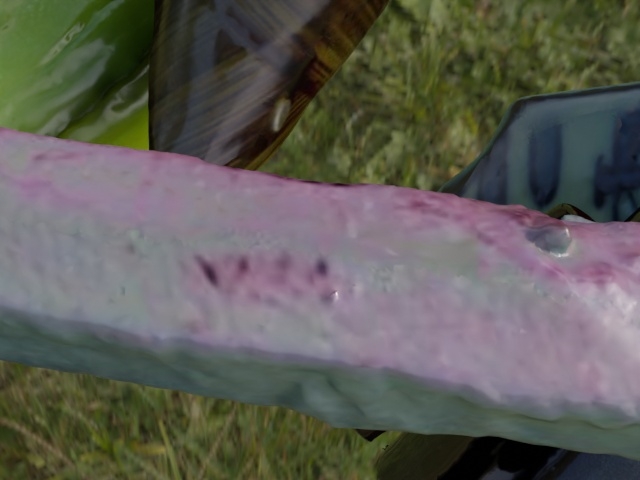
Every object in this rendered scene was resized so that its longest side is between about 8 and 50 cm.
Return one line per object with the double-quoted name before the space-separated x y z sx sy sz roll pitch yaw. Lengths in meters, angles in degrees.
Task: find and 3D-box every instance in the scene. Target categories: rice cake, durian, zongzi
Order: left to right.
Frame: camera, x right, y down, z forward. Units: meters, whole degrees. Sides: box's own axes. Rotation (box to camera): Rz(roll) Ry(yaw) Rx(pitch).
"durian" -0.080 -0.084 0.730 0.101 0.139 0.250 37 39 6
"zongzi" -0.011 -0.144 0.554 0.111 0.248 0.241 18 64 11
"rice cake" 0.001 0.002 0.389 0.290 0.051 0.081 10 50 4

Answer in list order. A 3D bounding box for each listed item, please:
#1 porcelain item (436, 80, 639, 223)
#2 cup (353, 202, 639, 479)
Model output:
"porcelain item" 0.207 0.052 0.924 0.286 0.157 0.281 -4 77 29
"cup" 0.123 0.089 0.720 0.177 0.239 0.166 -50 63 20
